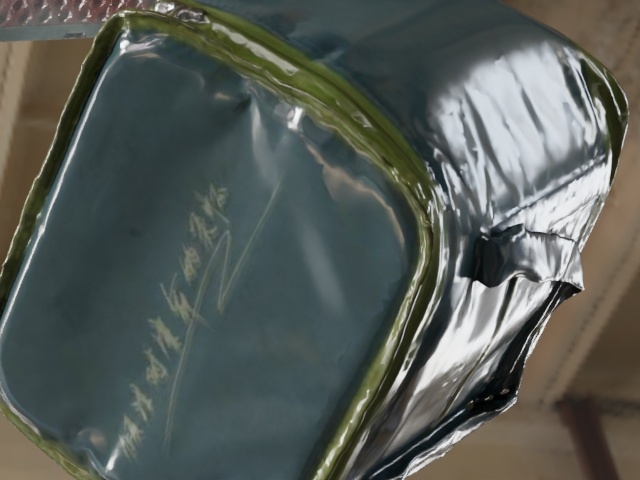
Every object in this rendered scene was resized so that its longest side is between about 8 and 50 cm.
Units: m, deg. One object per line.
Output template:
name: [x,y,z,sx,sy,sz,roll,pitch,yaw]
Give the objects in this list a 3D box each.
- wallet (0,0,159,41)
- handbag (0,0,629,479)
wallet: [-0.137,-0.170,1.119,0.196,0.020,0.103,-14,-47,-55]
handbag: [0.000,0.000,0.885,0.241,0.222,0.263,-31,-27,-56]
